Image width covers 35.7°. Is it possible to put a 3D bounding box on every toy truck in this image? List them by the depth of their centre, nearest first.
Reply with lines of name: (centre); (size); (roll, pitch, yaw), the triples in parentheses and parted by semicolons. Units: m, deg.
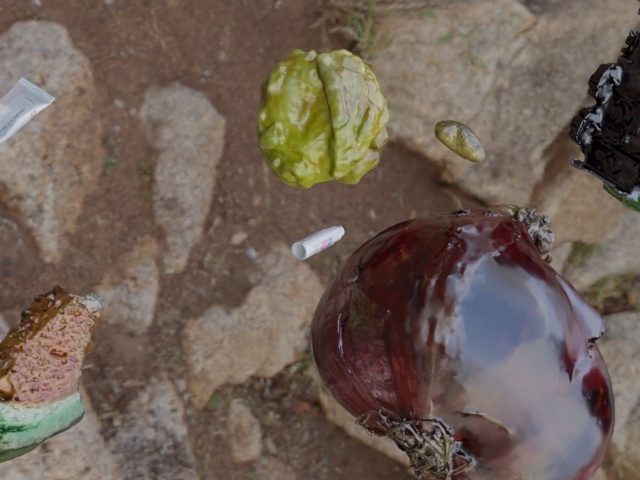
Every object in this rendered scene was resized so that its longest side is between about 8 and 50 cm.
toy truck: (0.311, -0.136, 0.856); (0.125, 0.101, 0.243); (1, 119, -36)

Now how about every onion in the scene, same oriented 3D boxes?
onion: (0.131, 0.103, 0.845); (0.281, 0.221, 0.281); (11, 55, -16)

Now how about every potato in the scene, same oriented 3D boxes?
potato: (0.215, -0.155, 1.520); (0.046, 0.092, 0.045); (-54, 173, -8)

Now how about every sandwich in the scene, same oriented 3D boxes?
sandwich: (-0.405, 0.206, 1.429); (0.301, 0.162, 0.250); (-57, 161, -2)

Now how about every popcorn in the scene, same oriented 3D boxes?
popcorn: (0.005, -0.167, 1.366); (0.155, 0.197, 0.198); (-19, 93, -63)

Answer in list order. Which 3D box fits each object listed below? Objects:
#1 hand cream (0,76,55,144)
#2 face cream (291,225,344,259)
hand cream: (-0.464, -0.163, 1.415); (0.052, 0.038, 0.216); (55, 41, -21)
face cream: (0.000, 0.000, 1.754); (0.130, 0.034, 0.034); (-28, 100, -51)
